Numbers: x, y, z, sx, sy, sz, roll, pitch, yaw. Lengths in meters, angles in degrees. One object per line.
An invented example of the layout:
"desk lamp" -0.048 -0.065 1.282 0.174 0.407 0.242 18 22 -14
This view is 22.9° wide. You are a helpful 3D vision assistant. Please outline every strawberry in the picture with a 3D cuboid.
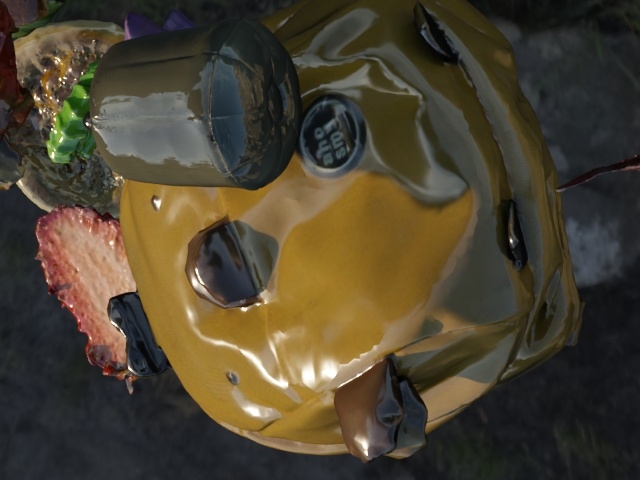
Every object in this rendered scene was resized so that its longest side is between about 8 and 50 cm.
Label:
"strawberry" -0.195 0.040 1.648 0.167 0.087 0.208 -32 82 32

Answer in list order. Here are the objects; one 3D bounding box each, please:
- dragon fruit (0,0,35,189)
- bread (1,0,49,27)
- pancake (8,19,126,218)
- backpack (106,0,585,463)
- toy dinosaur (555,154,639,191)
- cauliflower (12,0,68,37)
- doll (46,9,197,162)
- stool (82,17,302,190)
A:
"dragon fruit" -0.174 -0.062 0.743 0.106 0.083 0.162 3 109 -50
"bread" -0.249 -0.205 1.292 0.062 0.043 0.109 23 119 -20
"pancake" -0.287 -0.151 1.959 0.282 0.049 0.283 4 110 11
"backpack" 0.005 0.001 1.157 0.378 0.201 0.354 -35 71 38
"toy dinosaur" 0.243 -0.066 0.934 0.220 0.108 0.032 -15 95 -7
"cauliflower" -0.363 -0.326 1.560 0.315 0.256 0.239 15 99 -46
"doll" -0.131 -0.096 1.027 0.050 0.190 0.115 34 104 2
"stool" -0.072 -0.076 0.898 0.110 0.096 0.096 0 120 26
